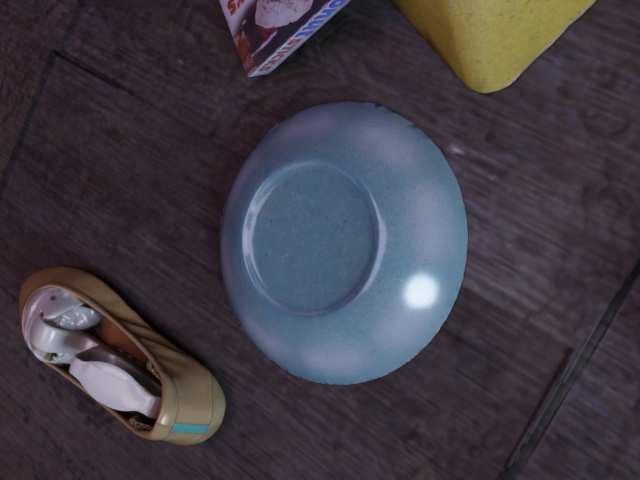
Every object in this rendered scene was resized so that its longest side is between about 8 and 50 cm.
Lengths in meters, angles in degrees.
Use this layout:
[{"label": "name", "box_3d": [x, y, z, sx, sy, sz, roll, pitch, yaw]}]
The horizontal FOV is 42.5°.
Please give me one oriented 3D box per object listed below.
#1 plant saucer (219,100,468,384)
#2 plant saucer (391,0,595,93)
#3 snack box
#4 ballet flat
[{"label": "plant saucer", "box_3d": [0.000, 0.000, 0.548, 0.194, 0.037, 0.195, -2, 86, 31]}, {"label": "plant saucer", "box_3d": [0.105, -0.318, 0.484, 0.333, 0.081, 0.333, -45, 67, 21]}, {"label": "snack box", "box_3d": [-0.009, -0.172, 0.526, 0.178, 0.022, 0.064, -27, 81, 54]}, {"label": "ballet flat", "box_3d": [-0.171, 0.078, 0.621, 0.232, 0.073, 0.080, 24, 98, 30]}]
